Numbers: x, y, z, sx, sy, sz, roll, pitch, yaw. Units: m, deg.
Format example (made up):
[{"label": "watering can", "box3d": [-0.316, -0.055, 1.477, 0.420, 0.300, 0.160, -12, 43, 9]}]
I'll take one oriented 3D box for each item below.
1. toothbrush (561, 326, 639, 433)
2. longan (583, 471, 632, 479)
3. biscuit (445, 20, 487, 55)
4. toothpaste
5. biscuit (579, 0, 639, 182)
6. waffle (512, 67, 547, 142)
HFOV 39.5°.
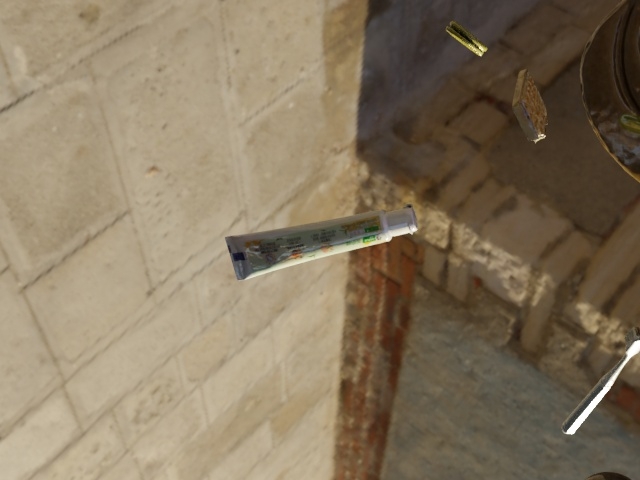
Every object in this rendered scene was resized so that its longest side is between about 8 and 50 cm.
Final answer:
[{"label": "toothbrush", "box3d": [0.480, 0.250, 1.528, 0.342, 0.025, 0.030, 101, -9, -51]}, {"label": "longan", "box3d": [0.409, 0.375, 1.243, 0.113, 0.113, 0.092, -19, 144, -51]}, {"label": "biscuit", "box3d": [0.265, -0.366, 1.613, 0.023, 0.084, 0.084, -51, 156, 14]}, {"label": "toothpaste", "box3d": [0.000, 0.000, 1.435, 0.056, 0.314, 0.058, 53, 29, -57]}, {"label": "biscuit", "box3d": [0.513, -0.235, 1.087, 0.394, 0.350, 0.070, -34, -175, 22]}, {"label": "waffle", "box3d": [0.335, -0.210, 1.414, 0.092, 0.021, 0.135, 58, 31, -24]}]
